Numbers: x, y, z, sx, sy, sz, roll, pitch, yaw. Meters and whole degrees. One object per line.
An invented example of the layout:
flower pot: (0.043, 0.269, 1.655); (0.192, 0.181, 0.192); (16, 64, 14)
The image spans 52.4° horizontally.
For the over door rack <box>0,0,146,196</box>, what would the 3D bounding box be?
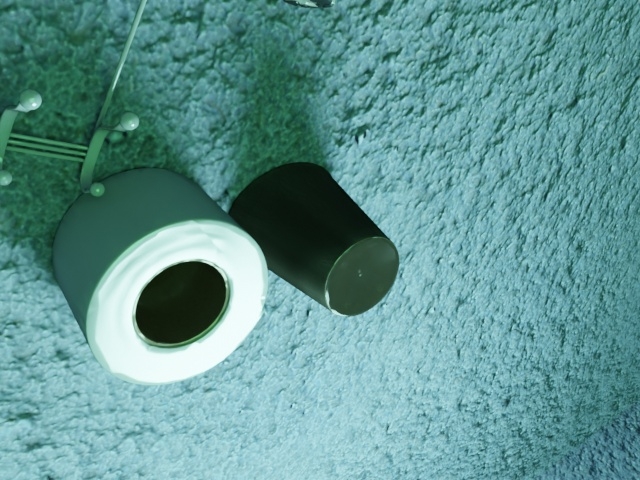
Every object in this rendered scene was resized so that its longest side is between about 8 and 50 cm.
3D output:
over door rack: (-0.308, -0.205, 0.689); (0.239, 0.108, 0.324); (7, 112, -40)

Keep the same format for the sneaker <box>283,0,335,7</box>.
sneaker: (-0.079, -0.377, 0.780); (0.275, 0.107, 0.110); (13, 89, -46)

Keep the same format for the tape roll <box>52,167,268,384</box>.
tape roll: (-0.215, 0.045, 0.873); (0.246, 0.169, 0.246); (-19, 127, -28)

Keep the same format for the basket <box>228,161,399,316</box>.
basket: (0.000, 0.000, 0.966); (0.204, 0.227, 0.154); (-26, 130, -23)
